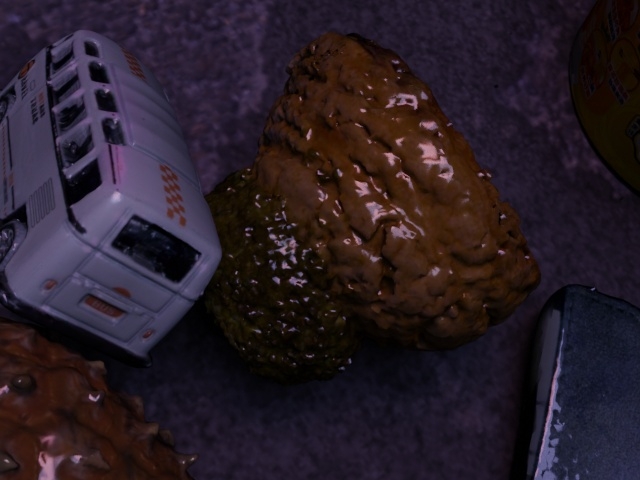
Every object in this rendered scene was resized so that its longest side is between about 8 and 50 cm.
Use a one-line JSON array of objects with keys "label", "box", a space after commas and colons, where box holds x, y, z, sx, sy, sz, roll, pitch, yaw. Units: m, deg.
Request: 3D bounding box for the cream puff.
[{"label": "cream puff", "box": [0.000, 0.000, 0.480, 0.169, 0.183, 0.183, -36, 80, 1]}]

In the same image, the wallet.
[{"label": "wallet", "box": [0.291, 0.169, 0.537, 0.379, 0.046, 0.191, 19, 66, -8]}]

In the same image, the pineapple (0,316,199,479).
[{"label": "pineapple", "box": [-0.088, 0.167, 0.388, 0.279, 0.158, 0.158, 45, 64, -6]}]

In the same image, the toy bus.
[{"label": "toy bus", "box": [-0.111, -0.034, 0.442, 0.087, 0.089, 0.194, 35, 19, -38]}]

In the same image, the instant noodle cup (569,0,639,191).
[{"label": "instant noodle cup", "box": [0.300, -0.144, 0.581, 0.264, 0.200, 0.264, 6, 66, -14]}]
